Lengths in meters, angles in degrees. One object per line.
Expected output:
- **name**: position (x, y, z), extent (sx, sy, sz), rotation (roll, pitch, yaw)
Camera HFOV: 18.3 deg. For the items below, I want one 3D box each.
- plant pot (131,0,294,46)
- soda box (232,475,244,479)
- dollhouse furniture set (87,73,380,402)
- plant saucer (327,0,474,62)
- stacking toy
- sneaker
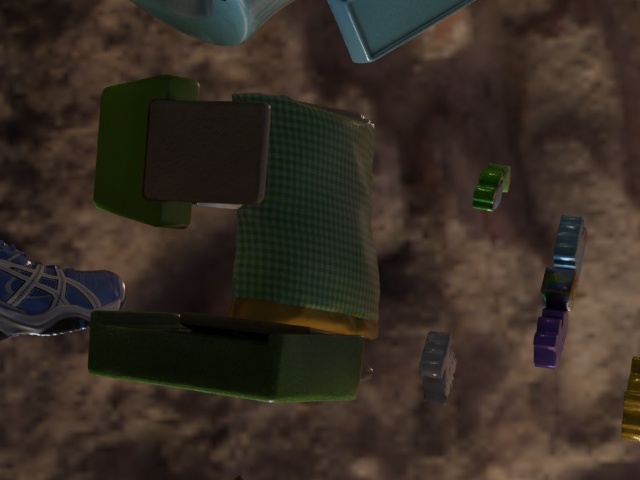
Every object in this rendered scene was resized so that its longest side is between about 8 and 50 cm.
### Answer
- **plant pot**: position (-0.037, -0.262, 1.156), extent (0.255, 0.272, 0.271), rotation (-52, -41, -13)
- **soda box**: position (-0.094, 0.237, 1.294), extent (0.061, 0.181, 0.058), rotation (45, -152, 10)
- **dollhouse furniture set**: position (0.000, 0.000, 1.324), extent (0.301, 0.151, 0.197), rotation (5, -91, -56)
- **plant saucer**: position (0.095, -0.180, 1.251), extent (0.018, 0.192, 0.067), rotation (51, 170, 46)
- **stacking toy**: position (0.180, 0.039, 1.471), extent (0.052, 0.167, 0.221), rotation (76, -152, -52)
- **sneaker**: position (-0.243, 0.039, 1.609), extent (0.211, 0.080, 0.081), rotation (-7, -89, -46)
